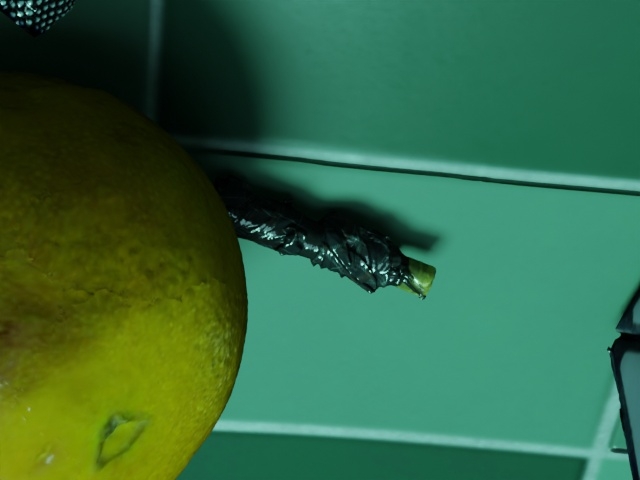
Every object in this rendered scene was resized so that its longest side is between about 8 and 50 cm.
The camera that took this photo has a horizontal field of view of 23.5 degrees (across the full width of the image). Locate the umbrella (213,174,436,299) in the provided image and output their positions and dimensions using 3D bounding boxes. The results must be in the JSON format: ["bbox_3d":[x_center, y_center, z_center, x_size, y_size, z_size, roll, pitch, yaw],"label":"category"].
[{"bbox_3d":[0.000,0.000,0.910,0.144,0.040,0.037,21,138,-13],"label":"umbrella"}]

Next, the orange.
[{"bbox_3d":[-0.164,0.039,0.802,0.261,0.261,0.261,1,134,1],"label":"orange"}]

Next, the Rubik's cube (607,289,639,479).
[{"bbox_3d":[0.364,0.093,0.809,0.307,0.305,0.310,12,132,-11],"label":"Rubik's cube"}]

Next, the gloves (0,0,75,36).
[{"bbox_3d":[-0.107,-0.191,0.708,0.181,0.106,0.129,-46,124,2],"label":"gloves"}]
